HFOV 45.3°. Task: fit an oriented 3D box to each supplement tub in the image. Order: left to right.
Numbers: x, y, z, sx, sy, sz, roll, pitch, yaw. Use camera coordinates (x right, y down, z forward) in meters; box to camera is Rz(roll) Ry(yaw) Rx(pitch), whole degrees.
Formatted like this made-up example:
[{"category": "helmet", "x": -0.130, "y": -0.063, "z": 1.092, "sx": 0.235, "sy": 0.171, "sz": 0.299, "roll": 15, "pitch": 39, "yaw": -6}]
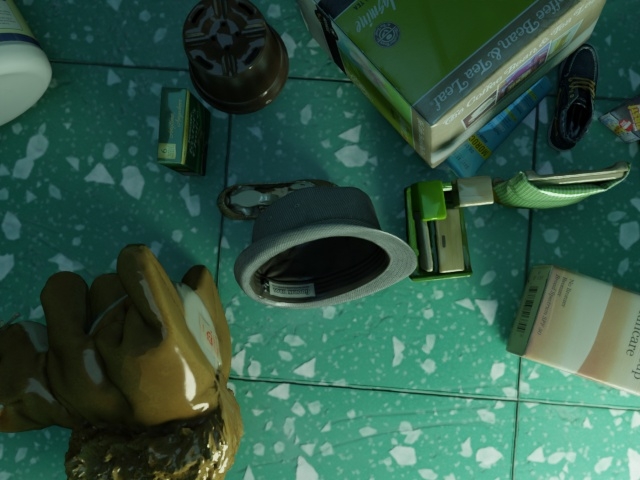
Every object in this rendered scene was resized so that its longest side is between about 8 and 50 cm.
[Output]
[{"category": "supplement tub", "x": -0.589, "y": -0.339, "z": 1.163, "sx": 0.235, "sy": 0.235, "sz": 0.324, "roll": -31, "pitch": 87, "yaw": 0}]

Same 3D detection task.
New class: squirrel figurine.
[{"category": "squirrel figurine", "x": -0.320, "y": 0.237, "z": 1.124, "sx": 0.371, "sy": 0.281, "sz": 0.396, "roll": -21, "pitch": 85, "yaw": 7}]

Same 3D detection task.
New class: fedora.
[{"category": "fedora", "x": 0.000, "y": 0.000, "z": 1.159, "sx": 0.276, "sy": 0.244, "sz": 0.124, "roll": -25, "pitch": 55, "yaw": 29}]

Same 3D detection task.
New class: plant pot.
[{"category": "plant pot", "x": -0.137, "y": -0.295, "z": 1.186, "sx": 0.167, "sy": 0.165, "sz": 0.166, "roll": 0, "pitch": 87, "yaw": 2}]

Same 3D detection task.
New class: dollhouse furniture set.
[{"category": "dollhouse furniture set", "x": 0.287, "y": -0.023, "z": 1.146, "sx": 0.302, "sy": 0.197, "sz": 0.151, "roll": -6, "pitch": 91, "yaw": -1}]

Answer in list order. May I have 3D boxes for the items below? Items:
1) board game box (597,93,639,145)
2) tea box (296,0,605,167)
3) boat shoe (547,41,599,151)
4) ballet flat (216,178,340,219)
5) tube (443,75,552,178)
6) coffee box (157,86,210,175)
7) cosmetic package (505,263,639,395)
[{"category": "board game box", "x": 0.556, "y": -0.178, "z": 1.217, "sx": 0.194, "sy": 0.060, "sz": 0.194, "roll": -16, "pitch": 88, "yaw": 2}, {"category": "tea box", "x": 0.185, "y": -0.347, "z": 1.130, "sx": 0.329, "sy": 0.220, "sz": 0.323, "roll": -39, "pitch": 76, "yaw": 0}, {"category": "boat shoe", "x": 0.411, "y": -0.233, "z": 1.211, "sx": 0.065, "sy": 0.083, "sz": 0.183, "roll": 13, "pitch": 88, "yaw": 2}, {"category": "ballet flat", "x": -0.065, "y": -0.062, "z": 1.223, "sx": 0.206, "sy": 0.067, "sz": 0.073, "roll": -6, "pitch": 87, "yaw": 1}, {"category": "tube", "x": 0.280, "y": -0.190, "z": 1.233, "sx": 0.207, "sy": 0.052, "sz": 0.080, "roll": -45, "pitch": 90, "yaw": 4}, {"category": "coffee box", "x": -0.206, "y": -0.161, "z": 1.172, "sx": 0.041, "sy": 0.184, "sz": 0.113, "roll": 5, "pitch": 88, "yaw": 2}, {"category": "cosmetic package", "x": 0.457, "y": 0.151, "z": 1.173, "sx": 0.296, "sy": 0.129, "sz": 0.153, "roll": 17, "pitch": 87, "yaw": 1}]
